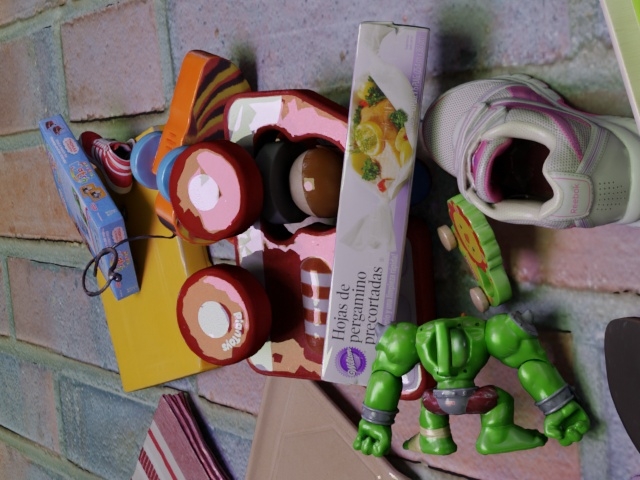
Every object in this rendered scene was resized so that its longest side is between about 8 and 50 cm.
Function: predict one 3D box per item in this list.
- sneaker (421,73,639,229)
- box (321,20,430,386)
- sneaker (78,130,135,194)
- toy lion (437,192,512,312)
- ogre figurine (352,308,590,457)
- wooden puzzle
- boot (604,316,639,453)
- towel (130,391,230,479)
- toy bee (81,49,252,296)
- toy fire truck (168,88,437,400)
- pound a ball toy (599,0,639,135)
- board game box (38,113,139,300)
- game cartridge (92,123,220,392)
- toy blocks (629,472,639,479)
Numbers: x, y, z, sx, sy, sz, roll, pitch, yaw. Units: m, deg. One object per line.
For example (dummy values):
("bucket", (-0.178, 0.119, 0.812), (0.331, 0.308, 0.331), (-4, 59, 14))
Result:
("sneaker", (0.152, -0.073, 0.913), (0.252, 0.111, 0.103), (24, 117, 55))
("box", (0.049, -0.032, 1.026), (0.067, 0.063, 0.324), (-61, -23, -76))
("sneaker", (-0.281, -0.123, 1.525), (0.118, 0.042, 0.067), (48, 139, 28))
("toy lion", (0.135, 0.008, 0.981), (0.100, 0.034, 0.096), (63, 173, 5))
("ogre figurine", (0.122, 0.121, 0.978), (0.197, 0.097, 0.118), (-6, 92, 39))
("wooden puzzle", (0.009, 0.278, 1.278), (0.238, 0.044, 0.221), (39, 128, 39))
("boot", (0.296, 0.114, 0.771), (0.305, 0.115, 0.112), (-152, 50, -71))
("towel", (-0.193, 0.395, 1.608), (0.237, 0.037, 0.329), (56, 141, 30))
("toy bee", (-0.149, -0.066, 1.361), (0.298, 0.162, 0.195), (-51, 41, 19))
("toy fire truck", (0.000, 0.000, 1.146), (0.254, 0.169, 0.302), (2, 99, 31))
("pound a ball toy", (0.257, -0.164, 0.687), (0.208, 0.135, 0.319), (65, -170, -81))
("board game box", (-0.312, -0.045, 1.546), (0.211, 0.039, 0.160), (53, 159, 32))
("game cartridge", (-0.232, 0.034, 1.576), (0.285, 0.052, 0.324), (-22, 81, 56))
("toy blocks", (0.147, 0.343, 0.883), (0.309, 0.260, 0.289), (-22, 79, 56))
